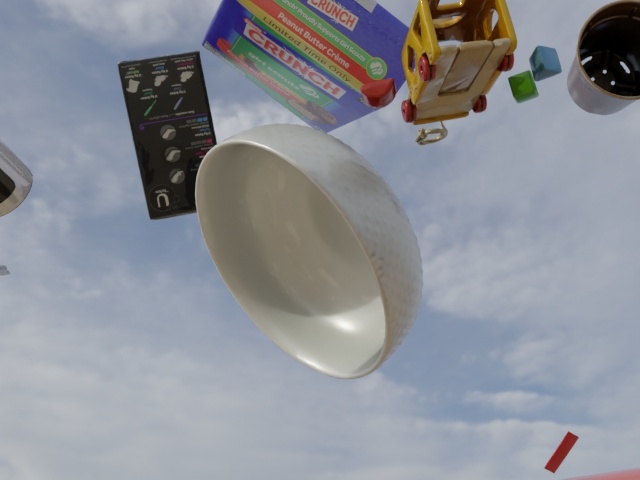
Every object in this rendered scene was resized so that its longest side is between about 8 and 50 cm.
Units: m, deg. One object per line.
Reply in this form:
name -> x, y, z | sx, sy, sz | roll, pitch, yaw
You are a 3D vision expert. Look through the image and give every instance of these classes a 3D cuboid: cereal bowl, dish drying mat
cereal bowl -> 0.000, 0.000, 0.907 | 0.141, 0.339, 0.339 | -36, -20, -32
dish drying mat -> 0.451, 0.397, 1.331 | 0.032, 0.008, 0.083 | 32, -87, -30

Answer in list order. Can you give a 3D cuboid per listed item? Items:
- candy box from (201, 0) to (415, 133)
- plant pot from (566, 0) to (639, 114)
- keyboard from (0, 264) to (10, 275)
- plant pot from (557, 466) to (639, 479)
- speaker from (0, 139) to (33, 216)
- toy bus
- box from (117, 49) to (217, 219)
candy box -> -0.025, -0.299, 1.088 | 0.268, 0.122, 0.317 | 35, -9, -14
plant pot -> 0.502, -0.297, 1.211 | 0.166, 0.167, 0.165 | -7, -6, 6
keyboard -> -0.475, 0.035, 0.874 | 0.256, 0.014, 0.072 | 2, 11, 41
plant pot -> 0.216, 0.297, 0.526 | 0.275, 0.275, 0.243 | 20, -44, -29
speaker -> -0.266, -0.074, 0.501 | 0.055, 0.055, 0.136 | -10, -34, 10
toy bus -> 0.142, -0.206, 0.801 | 0.202, 0.104, 0.191 | -21, -18, 36
box -> -0.261, -0.182, 1.267 | 0.143, 0.270, 0.165 | -12, 6, -11
